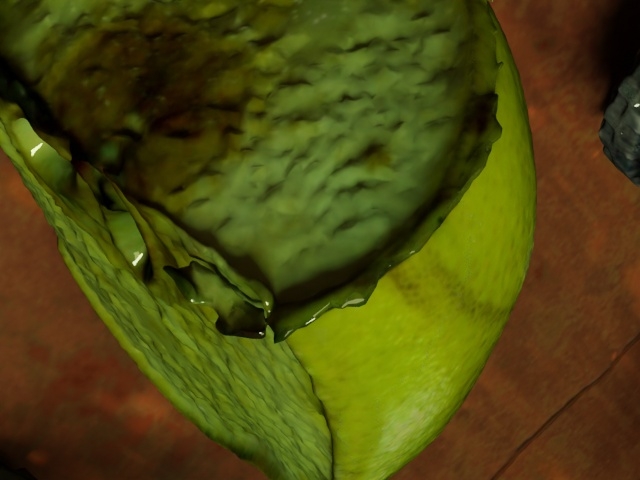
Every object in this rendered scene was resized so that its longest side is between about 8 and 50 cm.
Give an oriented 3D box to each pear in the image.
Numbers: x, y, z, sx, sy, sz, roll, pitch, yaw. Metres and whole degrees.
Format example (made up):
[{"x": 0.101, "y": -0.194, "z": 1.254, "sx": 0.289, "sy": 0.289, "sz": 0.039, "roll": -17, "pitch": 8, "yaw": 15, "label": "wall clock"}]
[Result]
[{"x": 0.000, "y": 0.000, "z": 0.672, "sx": 0.164, "sy": 0.238, "sz": 0.255, "roll": -40, "pitch": 140, "yaw": -16, "label": "pear"}]

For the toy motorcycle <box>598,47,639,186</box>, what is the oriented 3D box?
[{"x": 0.268, "y": -0.084, "z": 0.918, "sx": 0.188, "sy": 0.143, "sz": 0.327, "roll": -54, "pitch": 148, "yaw": 11, "label": "toy motorcycle"}]

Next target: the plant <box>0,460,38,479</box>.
[{"x": -0.143, "y": 0.249, "z": 0.713, "sx": 0.215, "sy": 0.312, "sz": 0.213, "roll": 10, "pitch": 120, "yaw": -50, "label": "plant"}]
